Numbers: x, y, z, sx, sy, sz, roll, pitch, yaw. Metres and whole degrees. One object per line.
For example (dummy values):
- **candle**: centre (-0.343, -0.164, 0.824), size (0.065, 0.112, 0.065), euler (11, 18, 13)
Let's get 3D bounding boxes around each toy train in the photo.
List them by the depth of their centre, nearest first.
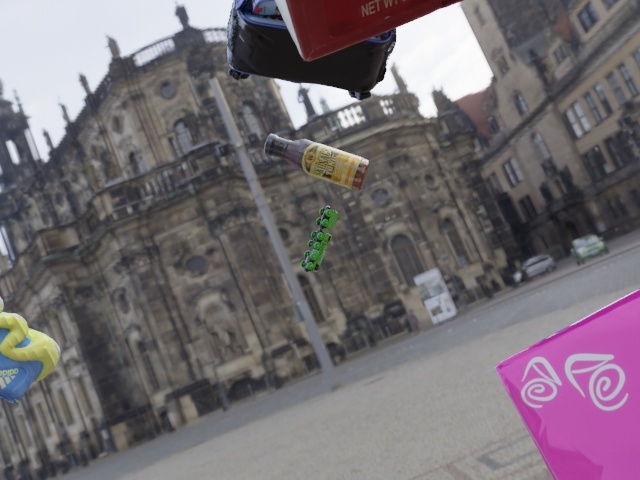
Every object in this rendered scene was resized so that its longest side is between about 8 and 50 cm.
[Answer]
- **toy train**: centre (0.000, 0.000, 0.836), size (0.024, 0.083, 0.017), euler (22, -5, -39)

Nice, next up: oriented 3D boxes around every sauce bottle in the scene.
- **sauce bottle**: centre (-0.005, -0.097, 0.849), size (0.128, 0.042, 0.042), euler (17, -5, 7)

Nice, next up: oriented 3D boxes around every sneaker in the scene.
- **sneaker**: centre (-0.472, 0.139, 0.953), size (0.091, 0.240, 0.126), euler (-7, 47, 43)

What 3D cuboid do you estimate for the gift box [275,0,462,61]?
- **gift box**: centre (0.022, -0.266, 0.341), size (0.255, 0.258, 0.276), euler (-20, -28, -5)

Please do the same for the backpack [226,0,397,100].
- **backpack**: centre (-0.005, -0.238, 0.674), size (0.158, 0.173, 0.117), euler (8, -32, -7)

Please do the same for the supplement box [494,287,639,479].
- **supplement box**: centre (0.188, 0.099, 0.389), size (0.111, 0.113, 0.220), euler (-31, -22, 14)
